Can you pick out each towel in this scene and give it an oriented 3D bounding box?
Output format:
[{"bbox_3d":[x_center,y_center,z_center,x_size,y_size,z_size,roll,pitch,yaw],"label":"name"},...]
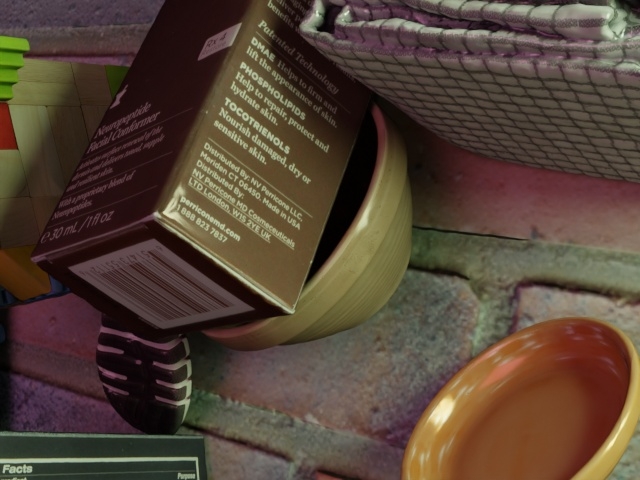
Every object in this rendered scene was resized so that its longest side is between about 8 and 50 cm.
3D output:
[{"bbox_3d":[0.163,-0.138,0.687,0.283,0.235,0.121,13,82,36],"label":"towel"}]

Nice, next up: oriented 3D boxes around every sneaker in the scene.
[{"bbox_3d":[-0.139,0.049,0.950,0.106,0.162,0.281,16,125,24],"label":"sneaker"}]

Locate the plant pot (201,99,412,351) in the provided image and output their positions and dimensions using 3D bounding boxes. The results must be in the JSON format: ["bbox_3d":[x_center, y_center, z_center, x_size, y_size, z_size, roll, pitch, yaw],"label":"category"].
[{"bbox_3d":[0.000,0.000,0.825,0.237,0.109,0.237,-34,36,30],"label":"plant pot"}]

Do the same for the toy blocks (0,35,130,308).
[{"bbox_3d":[-0.323,-0.045,0.964,0.190,0.381,0.261,-16,87,33],"label":"toy blocks"}]

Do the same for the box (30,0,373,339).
[{"bbox_3d":[-0.065,-0.122,0.798,0.191,0.143,0.381,-15,45,47],"label":"box"}]

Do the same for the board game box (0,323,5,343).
[{"bbox_3d":[-0.525,0.272,1.205,0.389,0.050,0.390,-15,73,32],"label":"board game box"}]

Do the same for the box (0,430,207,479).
[{"bbox_3d":[-0.245,0.326,0.843,0.182,0.296,0.294,-18,70,32],"label":"box"}]

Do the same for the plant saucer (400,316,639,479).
[{"bbox_3d":[0.147,0.138,0.701,0.200,0.037,0.200,-36,20,15],"label":"plant saucer"}]
